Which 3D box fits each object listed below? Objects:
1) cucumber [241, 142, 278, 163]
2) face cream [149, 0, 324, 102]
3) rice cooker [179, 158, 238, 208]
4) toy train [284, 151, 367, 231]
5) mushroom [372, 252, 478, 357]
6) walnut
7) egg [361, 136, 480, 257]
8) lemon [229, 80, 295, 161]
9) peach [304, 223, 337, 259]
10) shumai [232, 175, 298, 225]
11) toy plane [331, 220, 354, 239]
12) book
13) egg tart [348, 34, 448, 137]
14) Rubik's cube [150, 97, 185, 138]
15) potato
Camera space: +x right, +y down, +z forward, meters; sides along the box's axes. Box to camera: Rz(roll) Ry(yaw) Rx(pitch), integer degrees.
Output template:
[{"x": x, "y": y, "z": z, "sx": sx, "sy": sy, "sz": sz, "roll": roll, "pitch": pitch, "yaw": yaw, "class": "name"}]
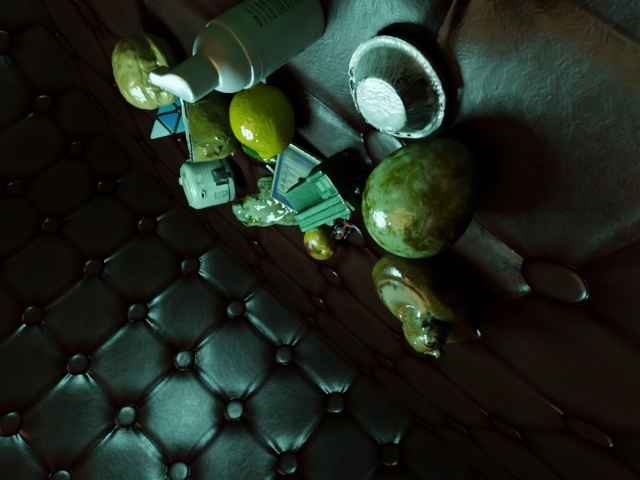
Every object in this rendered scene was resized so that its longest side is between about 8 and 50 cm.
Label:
[{"x": -0.213, "y": -0.320, "z": 1.451, "sx": 0.227, "sy": 0.069, "sz": 0.069, "roll": 28, "pitch": 153, "yaw": 40, "class": "cucumber"}, {"x": -0.165, "y": -0.389, "z": 0.834, "sx": 0.145, "sy": 0.370, "sz": 0.145, "roll": 38, "pitch": 158, "yaw": 18, "class": "face cream"}, {"x": -0.491, "y": -0.265, "z": 1.815, "sx": 0.226, "sy": 0.244, "sz": 0.226, "roll": 42, "pitch": 140, "yaw": 51, "class": "rice cooker"}, {"x": 0.015, "y": -0.141, "z": 1.245, "sx": 0.178, "sy": 0.138, "sz": 0.330, "roll": 53, "pitch": 148, "yaw": -12, "class": "toy train"}, {"x": 0.283, "y": 0.182, "z": 1.206, "sx": 0.345, "sy": 0.259, "sz": 0.345, "roll": 37, "pitch": 156, "yaw": 19, "class": "mushroom"}, {"x": -0.602, "y": -0.596, "z": 1.427, "sx": 0.257, "sy": 0.224, "sz": 0.257, "roll": 24, "pitch": 130, "yaw": 32, "class": "walnut"}, {"x": 0.217, "y": -0.095, "z": 0.876, "sx": 0.238, "sy": 0.238, "sz": 0.289, "roll": 41, "pitch": 135, "yaw": 10, "class": "egg"}, {"x": -0.164, "y": -0.344, "z": 1.166, "sx": 0.187, "sy": 0.187, "sz": 0.244, "roll": 27, "pitch": 142, "yaw": 37, "class": "lemon"}, {"x": 0.000, "y": 0.000, "z": 1.564, "sx": 0.138, "sy": 0.138, "sz": 0.138, "roll": 37, "pitch": 157, "yaw": 19, "class": "peach"}, {"x": -0.202, "y": -0.116, "z": 1.616, "sx": 0.272, "sy": 0.203, "sz": 0.222, "roll": 16, "pitch": 146, "yaw": 43, "class": "shumai"}, {"x": 0.079, "y": -0.033, "z": 1.475, "sx": 0.060, "sy": 0.037, "sz": 0.145, "roll": 23, "pitch": 156, "yaw": -4, "class": "toy plane"}, {"x": -0.057, "y": -0.187, "z": 1.384, "sx": 0.228, "sy": 0.018, "sz": 0.322, "roll": 32, "pitch": 149, "yaw": 4, "class": "book"}, {"x": 0.145, "y": -0.297, "z": 0.829, "sx": 0.234, "sy": 0.094, "sz": 0.234, "roll": 35, "pitch": 155, "yaw": 18, "class": "egg tart"}, {"x": -0.584, "y": -0.490, "z": 1.579, "sx": 0.284, "sy": 0.234, "sz": 0.250, "roll": 20, "pitch": 146, "yaw": 48, "class": "Rubik's cube"}, {"x": -0.380, "y": -0.430, "z": 1.418, "sx": 0.246, "sy": 0.196, "sz": 0.299, "roll": -151, "pitch": 52, "yaw": -65, "class": "potato"}]
